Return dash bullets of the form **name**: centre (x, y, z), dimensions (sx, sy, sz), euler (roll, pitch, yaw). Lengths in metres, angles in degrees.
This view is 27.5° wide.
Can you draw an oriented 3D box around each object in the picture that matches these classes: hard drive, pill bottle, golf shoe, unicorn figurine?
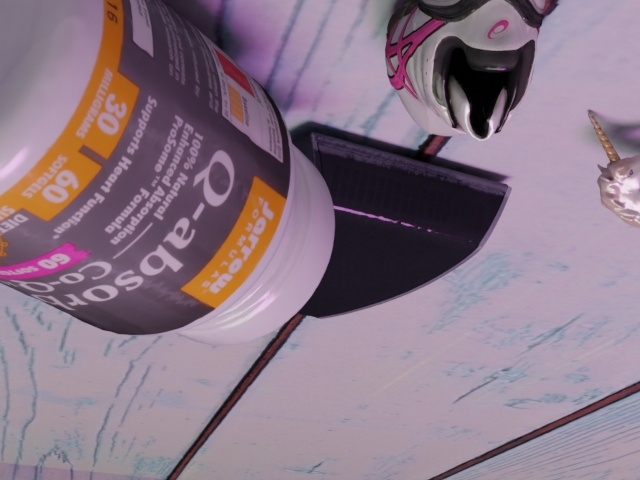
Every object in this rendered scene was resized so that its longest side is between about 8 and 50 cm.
- **hard drive**: centre (0.000, 0.000, 0.935), dimensions (0.172, 0.054, 0.255), euler (13, 159, -26)
- **pill bottle**: centre (-0.109, -0.043, 0.668), dimensions (0.162, 0.162, 0.278), euler (-6, 159, 26)
- **golf shoe**: centre (0.066, -0.083, 0.634), dimensions (0.067, 0.086, 0.186), euler (2, 162, 1)
- **unicorn figurine**: centre (0.233, -0.024, 0.806), dimensions (0.111, 0.060, 0.162), euler (-3, 159, 20)
